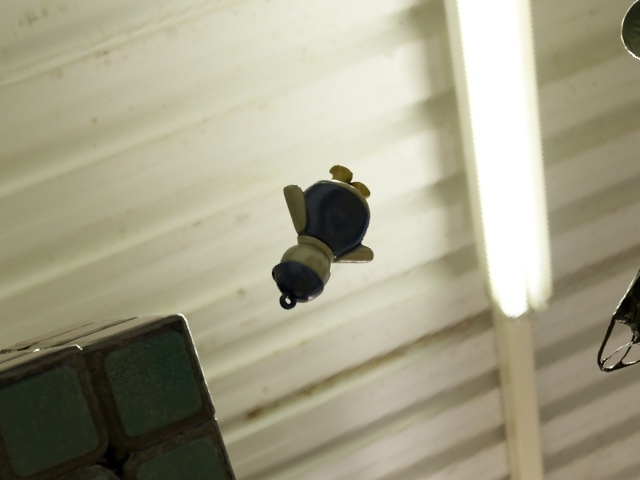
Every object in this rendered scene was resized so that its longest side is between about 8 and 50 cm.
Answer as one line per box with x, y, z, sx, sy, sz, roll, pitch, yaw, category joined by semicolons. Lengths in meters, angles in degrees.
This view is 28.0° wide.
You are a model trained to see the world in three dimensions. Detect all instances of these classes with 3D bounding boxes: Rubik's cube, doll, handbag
-0.259;0.254;1.173;0.305;0.303;0.301;-20;-87;-26;Rubik's cube
0.000;0.000;1.054;0.098;0.143;0.057;39;-35;-19;doll
0.377;0.103;1.518;0.139;0.072;0.115;-48;-33;14;handbag

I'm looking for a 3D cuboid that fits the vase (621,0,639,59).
0.375;-0.178;1.270;0.096;0.219;0.096;-6;-61;-11;vase
